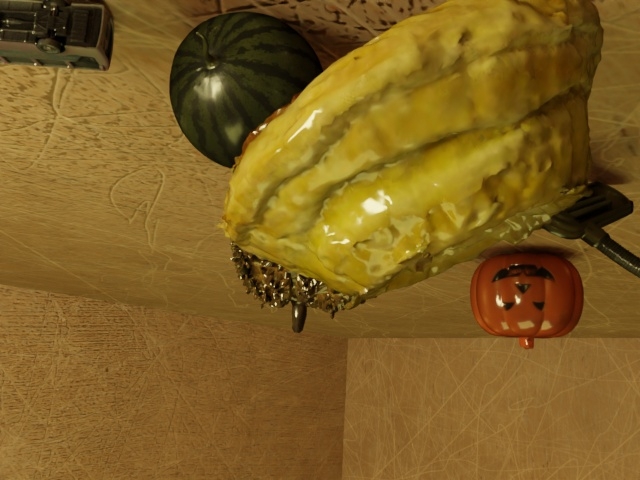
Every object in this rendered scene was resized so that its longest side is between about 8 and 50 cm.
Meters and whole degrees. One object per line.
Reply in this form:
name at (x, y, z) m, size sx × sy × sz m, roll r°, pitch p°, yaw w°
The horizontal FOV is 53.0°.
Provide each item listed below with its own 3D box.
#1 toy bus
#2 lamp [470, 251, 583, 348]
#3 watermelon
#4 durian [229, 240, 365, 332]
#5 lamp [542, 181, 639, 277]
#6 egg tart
toy bus at (-0.209, -0.143, 0.444) m, size 0.130 × 0.037 × 0.052 m, roll 4°, pitch 169°, yaw 0°
lamp at (0.354, 0.105, 1.108) m, size 0.187 × 0.164 × 0.187 m, roll 1°, pitch 169°, yaw 0°
watermelon at (-0.052, -0.103, 0.425) m, size 0.105 × 0.105 × 0.133 m, roll -1°, pitch 166°, yaw 20°
durian at (0.000, 0.000, 0.648) m, size 0.196 × 0.196 × 0.167 m, roll -1°, pitch 173°, yaw 18°
lamp at (0.366, -0.030, 0.591) m, size 0.283 × 0.125 × 0.203 m, roll -15°, pitch -171°, yaw 40°
egg tart at (0.072, -0.036, 0.431) m, size 0.290 × 0.115 × 0.290 m, roll -23°, pitch 165°, yaw -6°
